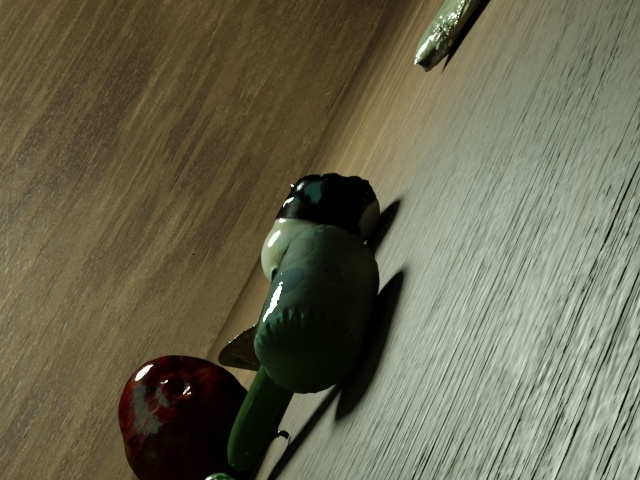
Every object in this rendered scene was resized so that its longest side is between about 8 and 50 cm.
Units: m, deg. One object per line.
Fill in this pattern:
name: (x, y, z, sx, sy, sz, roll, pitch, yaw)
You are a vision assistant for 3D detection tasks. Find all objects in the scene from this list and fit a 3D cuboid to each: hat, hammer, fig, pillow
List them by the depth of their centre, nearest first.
hammer: (-0.037, 0.153, 1.624, 0.206, 0.119, 0.335, -68, 2, -53)
fig: (-0.171, 0.278, 1.958, 0.186, 0.204, 0.249, -32, -40, -13)
hat: (-0.068, 0.169, 2.062, 0.146, 0.067, 0.146, -25, -22, -11)
pillow: (0.219, -0.365, 2.113, 0.229, 0.050, 0.148, -52, 15, 46)

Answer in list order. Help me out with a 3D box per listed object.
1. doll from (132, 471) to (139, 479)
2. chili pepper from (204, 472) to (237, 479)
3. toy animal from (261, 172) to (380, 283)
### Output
doll: (-0.248, 0.393, 2.481, 0.188, 0.096, 0.145, -34, 29, 14)
chili pepper: (-0.116, 0.332, 1.549, 0.099, 0.083, 0.253, -52, 10, 6)
toy animal: (0.000, 0.000, 1.927, 0.166, 0.138, 0.179, 64, -136, -72)
